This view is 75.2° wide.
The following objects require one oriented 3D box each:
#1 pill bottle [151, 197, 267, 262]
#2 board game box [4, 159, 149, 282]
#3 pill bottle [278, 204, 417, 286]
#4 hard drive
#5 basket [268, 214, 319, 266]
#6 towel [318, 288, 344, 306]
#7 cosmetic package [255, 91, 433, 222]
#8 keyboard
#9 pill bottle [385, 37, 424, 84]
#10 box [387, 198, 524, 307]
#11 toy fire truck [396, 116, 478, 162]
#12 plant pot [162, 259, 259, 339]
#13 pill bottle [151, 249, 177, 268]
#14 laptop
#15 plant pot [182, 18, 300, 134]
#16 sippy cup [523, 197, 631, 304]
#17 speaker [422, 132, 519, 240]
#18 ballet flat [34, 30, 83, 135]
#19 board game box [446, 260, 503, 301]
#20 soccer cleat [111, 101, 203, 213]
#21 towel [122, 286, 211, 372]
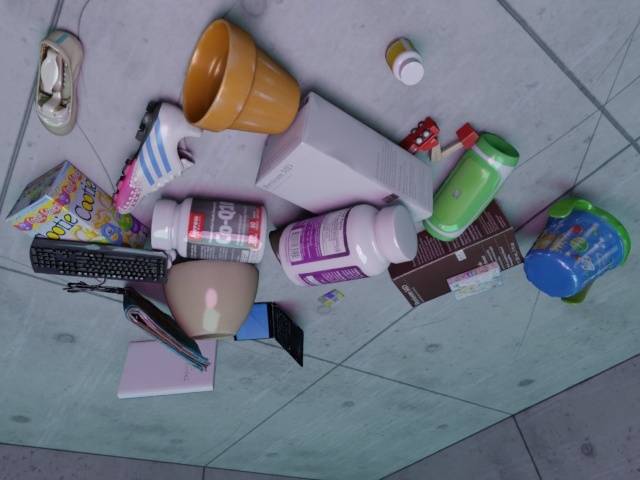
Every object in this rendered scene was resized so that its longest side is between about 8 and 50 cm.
[{"bbox_3d":[-0.292,-0.028,1.113,0.283,0.161,0.161,5,133,-14],"label":"pill bottle"},{"bbox_3d":[-0.606,-0.039,1.069,0.144,0.142,0.275,-25,133,15],"label":"board game box"},{"bbox_3d":[0.064,0.010,0.980,0.302,0.169,0.169,-12,139,33],"label":"pill bottle"},{"bbox_3d":[-0.545,0.457,1.513,0.319,0.210,0.040,-3,135,-5],"label":"hard drive"},{"bbox_3d":[0.000,0.000,1.198,0.227,0.154,0.204,-28,137,13],"label":"basket"},{"bbox_3d":[0.038,0.209,1.499,0.083,0.009,0.060,-32,129,22],"label":"towel"},{"bbox_3d":[0.065,-0.157,1.007,0.385,0.156,0.217,21,149,-27],"label":"cosmetic package"},{"bbox_3d":[-0.563,0.084,1.076,0.317,0.033,0.201,7,134,-14],"label":"keyboard"},{"bbox_3d":[0.179,-0.375,0.876,0.065,0.116,0.065,-4,134,-4],"label":"pill bottle"},{"bbox_3d":[0.413,0.048,1.310,0.381,0.143,0.191,-26,133,19],"label":"box"},{"bbox_3d":[0.289,-0.243,1.070,0.135,0.047,0.192,27,126,-32],"label":"toy fire truck"},{"bbox_3d":[-0.320,0.189,1.229,0.284,0.190,0.284,-5,159,-2],"label":"plant pot"},{"bbox_3d":[-0.437,0.022,1.169,0.067,0.120,0.067,-5,135,-5],"label":"pill bottle"},{"bbox_3d":[-0.194,0.348,1.511,0.137,0.264,0.234,-32,144,-30],"label":"laptop"},{"bbox_3d":[-0.152,-0.308,0.854,0.188,0.205,0.205,10,134,-39],"label":"plant pot"},{"bbox_3d":[0.734,0.044,1.231,0.224,0.305,0.240,-35,173,-22],"label":"sippy cup"},{"bbox_3d":[0.400,-0.136,1.135,0.131,0.131,0.296,12,131,-19],"label":"speaker"},{"bbox_3d":[-0.551,-0.307,0.859,0.086,0.086,0.248,16,130,-22],"label":"ballet flat"},{"bbox_3d":[0.479,0.129,1.287,0.154,0.026,0.103,-22,136,13],"label":"board game box"},{"bbox_3d":[-0.389,-0.169,0.993,0.143,0.116,0.331,22,127,-26],"label":"soccer cleat"},{"bbox_3d":[-0.466,0.245,1.228,0.271,0.370,0.040,45,75,-21],"label":"towel"}]
